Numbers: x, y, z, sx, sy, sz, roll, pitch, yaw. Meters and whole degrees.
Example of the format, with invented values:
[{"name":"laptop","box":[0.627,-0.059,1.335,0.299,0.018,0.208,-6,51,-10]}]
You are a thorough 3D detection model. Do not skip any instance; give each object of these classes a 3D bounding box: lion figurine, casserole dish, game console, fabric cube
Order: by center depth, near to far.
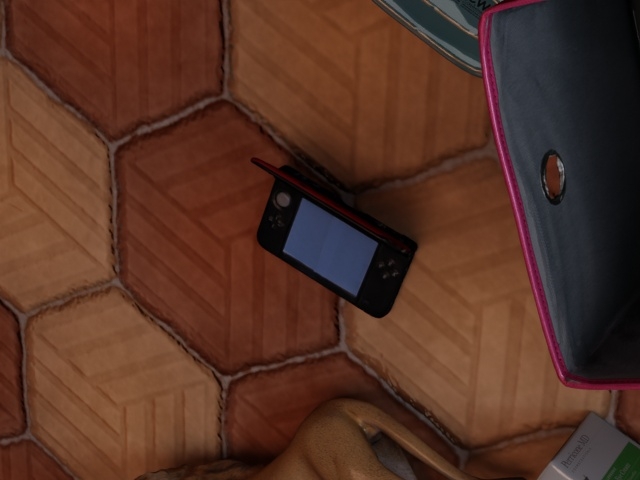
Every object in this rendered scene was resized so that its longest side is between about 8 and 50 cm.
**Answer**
[{"name":"fabric cube","box":[0.285,-0.075,0.909,0.259,0.258,0.254,-5,109,33]},{"name":"casserole dish","box":[0.100,-0.196,1.095,0.188,0.037,0.114,38,126,3]},{"name":"game console","box":[0.000,0.000,1.226,0.144,0.085,0.124,32,124,17]},{"name":"lion figurine","box":[-0.016,0.244,1.334,0.392,0.142,0.240,-41,79,23]}]

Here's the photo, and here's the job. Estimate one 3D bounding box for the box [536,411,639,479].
[{"name":"box","box":[0.218,0.217,1.177,0.087,0.101,0.102,34,123,15]}]
